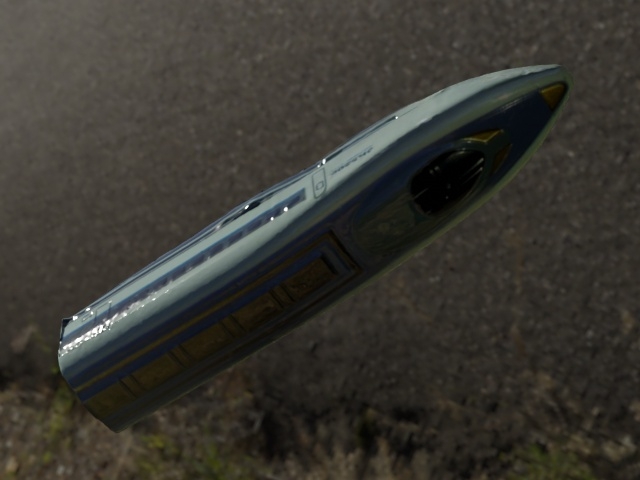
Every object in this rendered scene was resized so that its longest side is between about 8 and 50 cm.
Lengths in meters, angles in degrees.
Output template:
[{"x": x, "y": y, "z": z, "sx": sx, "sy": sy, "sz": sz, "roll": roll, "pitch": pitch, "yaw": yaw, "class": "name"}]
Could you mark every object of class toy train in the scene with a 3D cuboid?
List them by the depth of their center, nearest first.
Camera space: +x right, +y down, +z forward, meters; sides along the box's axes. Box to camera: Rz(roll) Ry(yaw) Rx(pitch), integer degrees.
[{"x": 0.000, "y": 0.000, "z": 0.596, "sx": 0.251, "sy": 0.055, "sz": 0.048, "roll": -32, "pitch": 22, "yaw": 14, "class": "toy train"}]
